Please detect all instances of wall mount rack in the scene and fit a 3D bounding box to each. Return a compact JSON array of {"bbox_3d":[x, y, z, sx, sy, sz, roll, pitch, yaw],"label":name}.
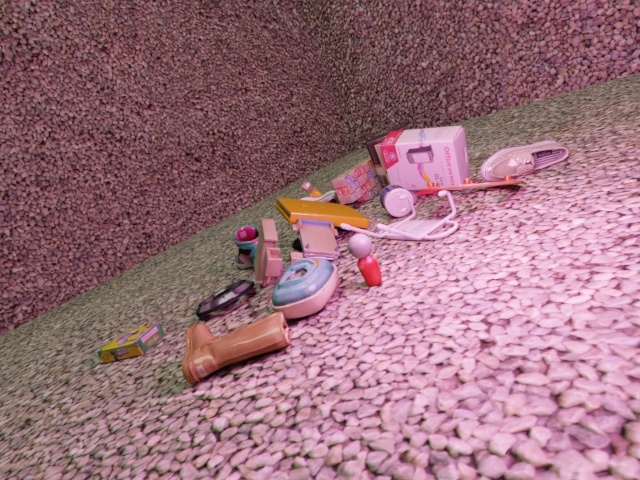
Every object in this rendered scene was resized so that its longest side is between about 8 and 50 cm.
[{"bbox_3d":[0.256,-0.060,1.534,0.304,0.130,0.350,-30,15,-25],"label":"wall mount rack"}]

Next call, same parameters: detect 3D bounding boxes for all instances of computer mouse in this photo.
[{"bbox_3d":[0.000,0.000,1.924,0.242,0.041,0.071,-12,25,14],"label":"computer mouse"}]

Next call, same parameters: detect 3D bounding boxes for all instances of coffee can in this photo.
[{"bbox_3d":[0.348,-0.368,2.205,0.201,0.275,0.201,-22,14,6],"label":"coffee can"}]

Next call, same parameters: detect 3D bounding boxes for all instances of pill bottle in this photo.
[{"bbox_3d":[0.296,-0.165,1.886,0.112,0.112,0.187,-23,15,2],"label":"pill bottle"}]

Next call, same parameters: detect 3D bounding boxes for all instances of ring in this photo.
[{"bbox_3d":[0.502,-0.192,1.593,0.336,0.032,0.336,-5,5,0],"label":"ring"}]

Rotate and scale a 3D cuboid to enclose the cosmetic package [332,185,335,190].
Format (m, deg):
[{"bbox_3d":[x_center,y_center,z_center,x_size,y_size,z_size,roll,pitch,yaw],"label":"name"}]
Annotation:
[{"bbox_3d":[0.175,-0.289,2.461,0.099,0.060,0.239,39,39,25],"label":"cosmetic package"}]

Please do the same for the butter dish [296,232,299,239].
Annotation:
[{"bbox_3d":[-0.042,-0.066,2.043,0.160,0.118,0.160,-24,15,-4],"label":"butter dish"}]

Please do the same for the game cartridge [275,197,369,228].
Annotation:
[{"bbox_3d":[0.001,-0.111,1.934,0.323,0.053,0.285,5,15,-18],"label":"game cartridge"}]

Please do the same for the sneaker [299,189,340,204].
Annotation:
[{"bbox_3d":[0.015,-0.182,2.466,0.271,0.100,0.108,-14,48,11],"label":"sneaker"}]

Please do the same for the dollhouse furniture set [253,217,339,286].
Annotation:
[{"bbox_3d":[-0.068,0.075,1.691,0.303,0.198,0.286,4,32,-15],"label":"dollhouse furniture set"}]

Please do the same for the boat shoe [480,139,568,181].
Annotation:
[{"bbox_3d":[0.723,-0.287,1.680,0.302,0.109,0.094,-21,16,-1],"label":"boat shoe"}]

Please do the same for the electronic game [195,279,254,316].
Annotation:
[{"bbox_3d":[-0.337,0.203,1.674,0.229,0.048,0.229,-26,7,3],"label":"electronic game"}]

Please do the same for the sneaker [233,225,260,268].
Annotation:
[{"bbox_3d":[-0.311,0.027,2.003,0.124,0.178,0.295,-32,17,-32],"label":"sneaker"}]

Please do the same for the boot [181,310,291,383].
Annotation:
[{"bbox_3d":[-0.216,0.254,1.247,0.269,0.089,0.236,-24,26,1],"label":"boot"}]

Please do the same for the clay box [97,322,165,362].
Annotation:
[{"bbox_3d":[-0.660,0.354,1.626,0.222,0.053,0.127,-16,16,24],"label":"clay box"}]

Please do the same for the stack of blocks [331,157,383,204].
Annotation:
[{"bbox_3d":[0.197,-0.281,2.341,0.087,0.171,0.297,-9,21,44],"label":"stack of blocks"}]

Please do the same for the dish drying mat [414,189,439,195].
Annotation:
[{"bbox_3d":[0.340,-0.153,1.516,0.032,0.008,0.083,-26,12,-27],"label":"dish drying mat"}]

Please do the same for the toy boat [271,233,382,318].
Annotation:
[{"bbox_3d":[0.010,0.091,1.337,0.318,0.148,0.267,-20,15,16],"label":"toy boat"}]

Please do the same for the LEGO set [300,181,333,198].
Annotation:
[{"bbox_3d":[0.036,-0.256,2.581,0.287,0.132,0.107,-1,9,-1],"label":"LEGO set"}]

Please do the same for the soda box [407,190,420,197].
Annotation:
[{"bbox_3d":[0.418,-0.227,2.029,0.183,0.058,0.063,-24,14,-3],"label":"soda box"}]

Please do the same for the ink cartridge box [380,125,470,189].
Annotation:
[{"bbox_3d":[0.419,-0.323,1.893,0.306,0.226,0.131,5,41,36],"label":"ink cartridge box"}]
